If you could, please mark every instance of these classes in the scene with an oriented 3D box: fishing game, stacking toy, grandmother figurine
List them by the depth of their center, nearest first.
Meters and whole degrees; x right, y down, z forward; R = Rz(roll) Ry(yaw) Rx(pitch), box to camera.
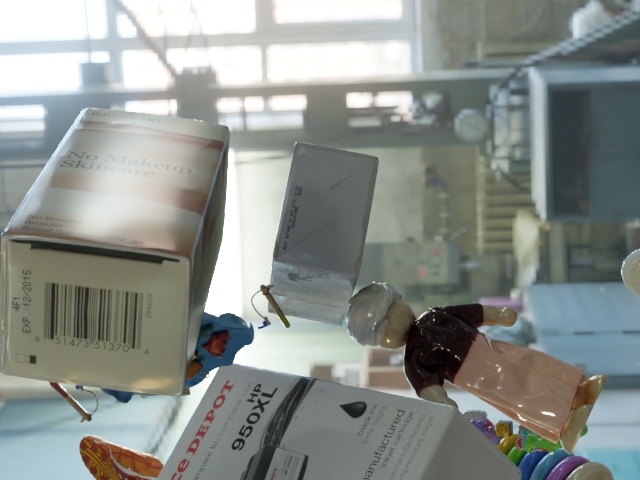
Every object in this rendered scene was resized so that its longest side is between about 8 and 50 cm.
[{"bbox_3d":[-0.157,0.137,1.403,0.189,0.264,0.041,76,170,-65],"label":"fishing game"},{"bbox_3d":[0.186,0.155,1.639,0.208,0.342,0.104,-46,-23,-51],"label":"grandmother figurine"},{"bbox_3d":[0.295,0.309,1.991,0.167,0.221,0.052,-8,-84,-63],"label":"stacking toy"},{"bbox_3d":[0.366,0.404,2.310,0.330,0.141,0.141,26,129,45],"label":"stacking toy"}]

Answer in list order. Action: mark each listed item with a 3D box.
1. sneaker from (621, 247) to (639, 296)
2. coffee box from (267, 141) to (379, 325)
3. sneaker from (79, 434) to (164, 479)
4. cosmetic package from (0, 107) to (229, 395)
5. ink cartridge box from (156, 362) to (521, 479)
[{"bbox_3d":[0.702,0.014,2.255,0.148,0.350,0.131,-90,-11,-62],"label":"sneaker"},{"bbox_3d":[0.000,0.000,1.766,0.297,0.119,0.168,102,179,-74],"label":"coffee box"},{"bbox_3d":[-0.276,0.336,1.865,0.067,0.175,0.064,-39,-26,-61],"label":"sneaker"},{"bbox_3d":[-0.167,-0.002,1.095,0.296,0.153,0.129,-88,5,-66],"label":"cosmetic package"},{"bbox_3d":[-0.011,0.320,1.485,0.166,0.395,0.285,46,-117,-36],"label":"ink cartridge box"}]
